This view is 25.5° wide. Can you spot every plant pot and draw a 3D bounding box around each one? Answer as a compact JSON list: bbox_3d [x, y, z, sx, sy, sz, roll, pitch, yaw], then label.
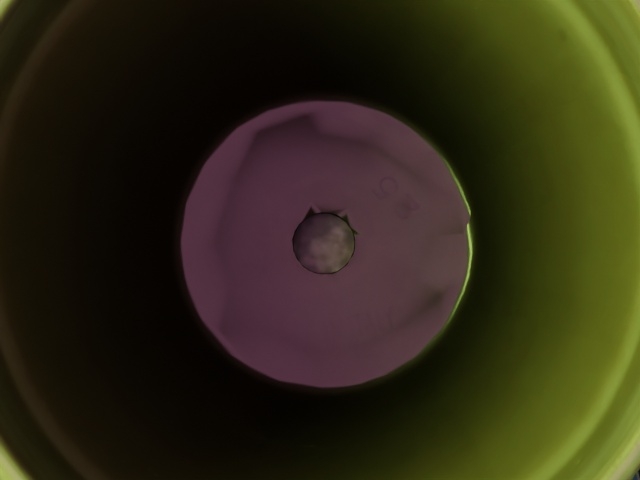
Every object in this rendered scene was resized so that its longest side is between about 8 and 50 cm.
[{"bbox_3d":[0.000,0.000,0.692,0.323,0.280,0.323,0,87,1],"label":"plant pot"}]

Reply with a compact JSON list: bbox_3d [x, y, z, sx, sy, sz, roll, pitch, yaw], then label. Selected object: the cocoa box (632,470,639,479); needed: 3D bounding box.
[{"bbox_3d":[0.270,0.227,0.586,0.231,0.228,0.347,-5,63,-18],"label":"cocoa box"}]
